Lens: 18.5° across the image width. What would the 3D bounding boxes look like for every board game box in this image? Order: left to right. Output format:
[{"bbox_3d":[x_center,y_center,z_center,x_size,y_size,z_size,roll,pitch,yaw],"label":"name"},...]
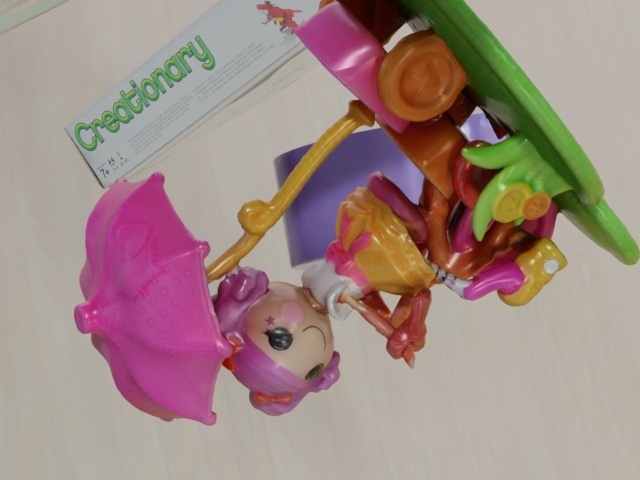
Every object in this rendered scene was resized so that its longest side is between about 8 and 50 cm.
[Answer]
[{"bbox_3d":[0.000,-0.143,1.156,0.193,0.305,0.053,-35,92,-45],"label":"board game box"}]

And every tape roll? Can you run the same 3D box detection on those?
[{"bbox_3d":[0.065,-0.033,1.377,0.189,0.189,0.080,-9,85,4],"label":"tape roll"}]

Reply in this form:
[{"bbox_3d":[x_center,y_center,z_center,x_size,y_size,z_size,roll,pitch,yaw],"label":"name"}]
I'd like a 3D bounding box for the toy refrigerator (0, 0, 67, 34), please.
[{"bbox_3d":[-0.117,-0.104,0.519,0.269,0.102,0.094,-29,27,-18],"label":"toy refrigerator"}]

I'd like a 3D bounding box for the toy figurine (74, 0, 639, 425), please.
[{"bbox_3d":[0.000,0.000,0.637,0.159,0.173,0.130,-41,40,2],"label":"toy figurine"}]
